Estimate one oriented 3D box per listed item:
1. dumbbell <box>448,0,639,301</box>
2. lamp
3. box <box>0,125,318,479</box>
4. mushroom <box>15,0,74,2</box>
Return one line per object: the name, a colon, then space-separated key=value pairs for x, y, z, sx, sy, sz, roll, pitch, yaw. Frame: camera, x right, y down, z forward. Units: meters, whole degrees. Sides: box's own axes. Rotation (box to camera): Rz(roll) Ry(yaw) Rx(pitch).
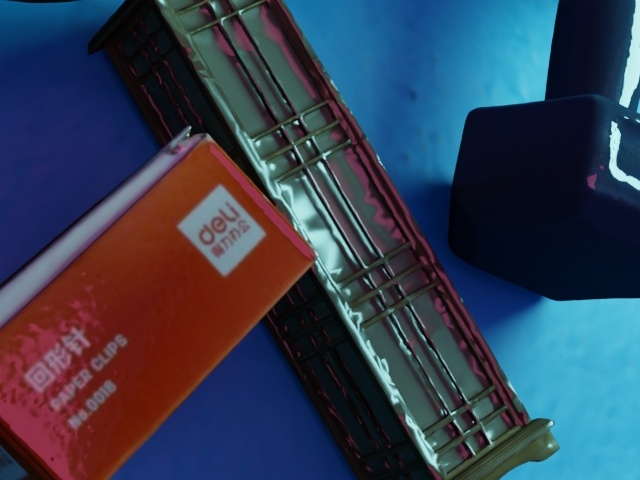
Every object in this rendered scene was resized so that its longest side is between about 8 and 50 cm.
dumbbell: x=0.171 y=-0.127 z=0.984 sx=0.144 sy=0.160 sz=0.325 roll=43 pitch=53 yaw=-47
lamp: x=0.000 y=0.000 z=0.885 sx=0.090 sy=0.089 sz=0.325 roll=-29 pitch=89 yaw=-33
box: x=-0.110 y=0.047 z=0.784 sx=0.099 sy=0.133 sz=0.182 roll=47 pitch=60 yaw=-5
mushroom: x=-0.153 y=-0.229 z=0.819 sx=0.226 sy=0.178 sz=0.226 roll=17 pitch=50 yaw=-22
